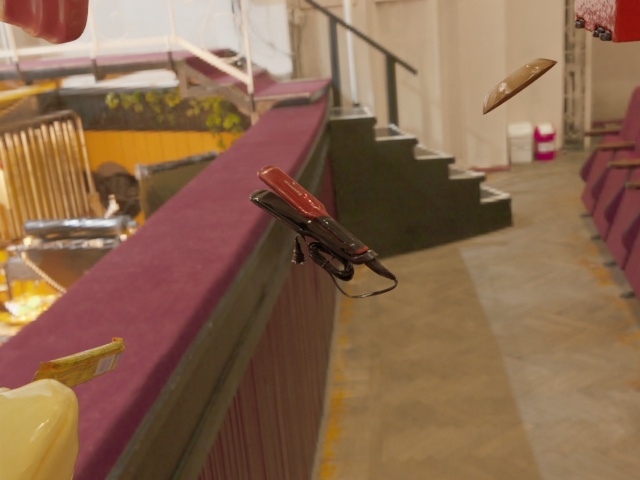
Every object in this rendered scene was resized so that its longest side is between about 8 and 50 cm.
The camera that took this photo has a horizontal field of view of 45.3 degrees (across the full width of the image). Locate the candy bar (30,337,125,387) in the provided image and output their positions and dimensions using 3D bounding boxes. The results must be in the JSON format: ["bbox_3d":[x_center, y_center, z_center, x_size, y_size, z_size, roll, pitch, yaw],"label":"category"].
[{"bbox_3d":[-0.231,0.122,0.739,0.018,0.040,0.161,24,5,9],"label":"candy bar"}]

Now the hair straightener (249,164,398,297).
[{"bbox_3d":[0.000,0.000,0.996,0.230,0.089,0.047,36,38,12],"label":"hair straightener"}]

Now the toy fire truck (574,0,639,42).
[{"bbox_3d":[0.309,-0.206,0.671,0.135,0.047,0.192,-3,22,5],"label":"toy fire truck"}]

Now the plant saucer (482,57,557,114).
[{"bbox_3d":[0.187,-0.151,0.733,0.083,0.015,0.083,-34,-3,-2],"label":"plant saucer"}]

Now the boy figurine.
[{"bbox_3d":[-0.247,0.144,0.530,0.285,0.177,0.092,-7,52,40],"label":"boy figurine"}]

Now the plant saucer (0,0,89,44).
[{"bbox_3d":[-0.358,-0.376,0.842,0.084,0.332,0.332,-24,24,-25],"label":"plant saucer"}]
